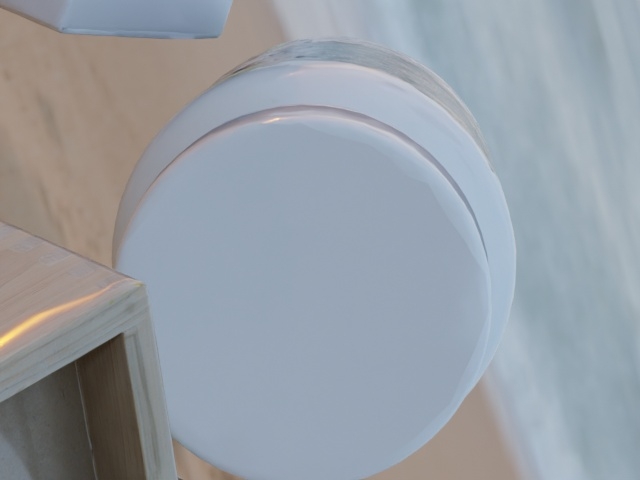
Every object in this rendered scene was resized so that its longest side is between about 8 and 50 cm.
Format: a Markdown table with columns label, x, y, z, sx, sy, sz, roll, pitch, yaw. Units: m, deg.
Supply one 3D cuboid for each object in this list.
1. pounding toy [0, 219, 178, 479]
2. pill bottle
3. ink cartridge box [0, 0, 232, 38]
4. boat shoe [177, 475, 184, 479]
| label | x | y | z | sx | sy | sz | roll | pitch | yaw |
| --- | --- | --- | --- | --- | --- | --- | --- | --- | --- |
| pounding toy | -0.142 | 0.055 | 0.540 | 0.181 | 0.094 | 0.206 | -31 | 127 | -37 |
| pill bottle | 0.000 | 0.000 | 1.027 | 0.361 | 0.204 | 0.204 | -75 | 149 | -81 |
| ink cartridge box | -0.180 | -0.252 | 1.082 | 0.197 | 0.270 | 0.198 | -12 | 124 | -67 |
| boat shoe | -0.205 | 0.111 | 0.810 | 0.341 | 0.110 | 0.121 | 20 | 91 | -38 |
